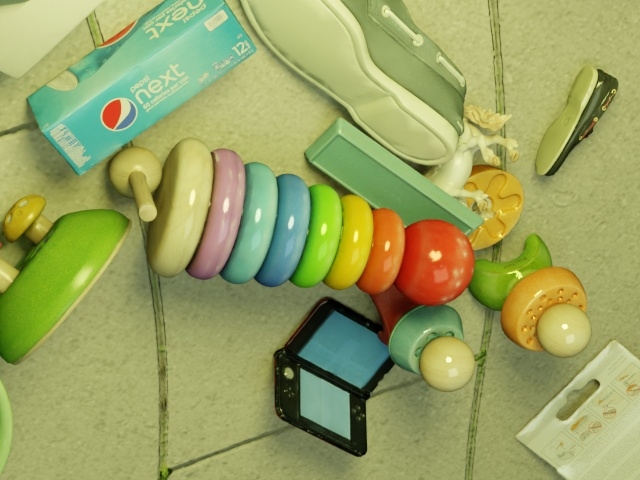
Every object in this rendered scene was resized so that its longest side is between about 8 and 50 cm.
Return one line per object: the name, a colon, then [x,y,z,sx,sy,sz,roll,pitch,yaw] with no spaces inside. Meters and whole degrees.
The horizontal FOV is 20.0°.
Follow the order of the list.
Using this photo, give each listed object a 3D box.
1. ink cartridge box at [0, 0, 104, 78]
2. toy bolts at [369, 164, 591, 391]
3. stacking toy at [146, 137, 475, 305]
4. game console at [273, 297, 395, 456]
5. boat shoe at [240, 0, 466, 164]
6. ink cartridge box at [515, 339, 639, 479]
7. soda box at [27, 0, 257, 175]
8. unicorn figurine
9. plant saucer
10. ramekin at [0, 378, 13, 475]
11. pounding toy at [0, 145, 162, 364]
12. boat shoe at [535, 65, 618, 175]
ink cartridge box: [-0.299,-0.286,1.524,0.296,0.066,0.261,25,131,-35]
toy bolts: [0.172,0.059,1.962,0.229,0.158,0.218,-28,129,-8]
stacking toy: [0.000,0.000,1.818,0.330,0.141,0.141,13,118,-15]
game console: [0.026,0.155,2.027,0.085,0.124,0.144,-30,136,34]
boat shoe: [0.037,-0.203,1.786,0.319,0.116,0.099,43,58,-33]
ink cartridge box: [0.376,0.236,2.273,0.225,0.056,0.181,39,103,-19]
soda box: [-0.170,-0.157,1.720,0.210,0.071,0.067,-34,129,2]
unicorn figurine: [0.140,-0.069,1.915,0.162,0.111,0.060,-60,146,-3]
plant saucer: [0.075,-0.051,1.876,0.192,0.018,0.067,34,132,-15]
ramekin: [-0.463,0.159,1.768,0.303,0.148,0.303,-12,127,-16]
pounding toy: [-0.264,-0.001,1.752,0.110,0.183,0.237,40,103,-12]
boat shoe: [0.276,-0.123,1.956,0.042,0.049,0.133,20,109,-25]
